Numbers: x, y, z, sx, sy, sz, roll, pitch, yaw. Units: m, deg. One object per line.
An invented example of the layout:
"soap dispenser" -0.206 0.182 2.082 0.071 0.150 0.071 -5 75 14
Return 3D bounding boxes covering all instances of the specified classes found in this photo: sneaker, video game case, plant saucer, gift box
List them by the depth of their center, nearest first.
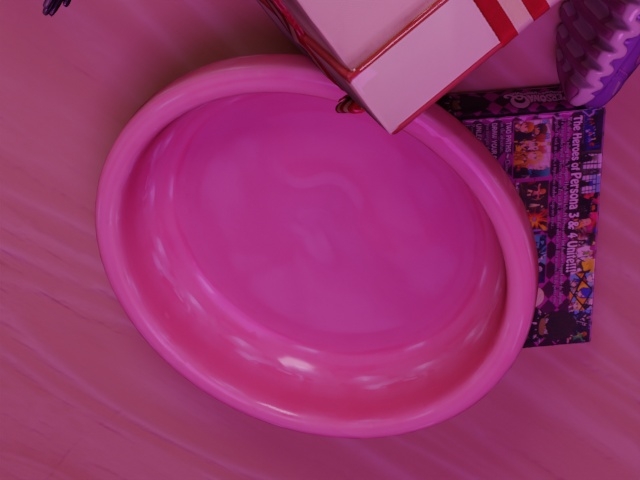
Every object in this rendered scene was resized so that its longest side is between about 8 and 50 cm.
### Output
"gift box" 0.043 -0.243 0.877 0.255 0.276 0.258 -37 117 5
"sneaker" 0.249 -0.187 1.026 0.104 0.095 0.236 13 123 -23
"plant saucer" 0.000 0.000 1.097 0.332 0.084 0.332 10 128 13
"video game case" 0.113 -0.010 1.168 0.210 0.042 0.232 -4 126 1

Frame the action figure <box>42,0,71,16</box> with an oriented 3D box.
"action figure" -0.238 -0.258 0.852 0.275 0.141 0.164 41 162 3
